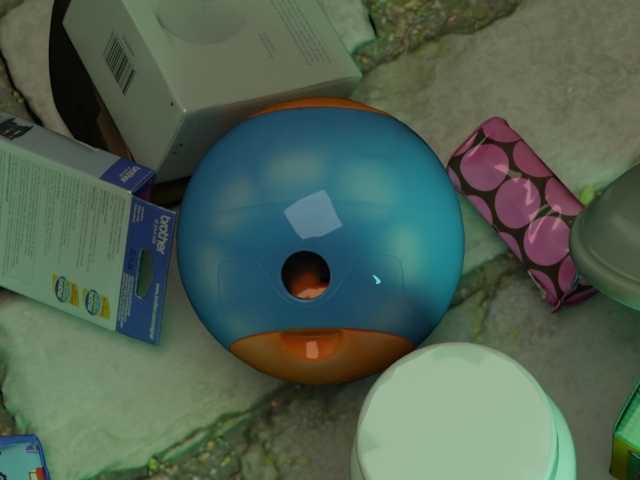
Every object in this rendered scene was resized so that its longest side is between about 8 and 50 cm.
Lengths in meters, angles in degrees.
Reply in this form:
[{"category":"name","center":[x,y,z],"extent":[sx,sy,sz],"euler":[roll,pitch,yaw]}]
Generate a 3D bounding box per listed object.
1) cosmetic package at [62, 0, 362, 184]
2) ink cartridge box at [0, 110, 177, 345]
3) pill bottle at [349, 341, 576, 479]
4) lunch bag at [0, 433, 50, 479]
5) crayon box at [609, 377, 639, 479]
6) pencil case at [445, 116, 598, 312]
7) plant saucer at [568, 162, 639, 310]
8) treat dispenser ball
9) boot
[{"category":"cosmetic package","center":[-0.117,-0.203,2.069],"extent":[0.225,0.138,0.224],"euler":[-15,65,-31]},{"category":"ink cartridge box","center":[-0.287,-0.024,2.050],"extent":[0.311,0.185,0.065],"euler":[22,36,16]},{"category":"pill bottle","center":[0.134,0.225,1.803],"extent":[0.204,0.361,0.204],"euler":[-3,69,7]},{"category":"lunch bag","center":[-0.382,0.324,1.969],"extent":[0.293,0.138,0.221],"euler":[-12,66,-7]},{"category":"crayon box","center":[0.416,0.238,1.867],"extent":[0.278,0.165,0.081],"euler":[28,75,16]},{"category":"pencil case","center":[0.218,-0.027,2.035],"extent":[0.098,0.095,0.209],"euler":[-42,67,8]},{"category":"plant saucer","center":[0.438,-0.037,1.868],"extent":[0.400,0.400,0.100],"euler":[-3,112,6]},{"category":"treat dispenser ball","center":[0.000,0.000,1.942],"extent":[0.288,0.288,0.288],"euler":[-2,69,6]},{"category":"boot","center":[-0.222,-0.163,2.153],"extent":[0.115,0.112,0.305],"euler":[-5,60,-28]}]
